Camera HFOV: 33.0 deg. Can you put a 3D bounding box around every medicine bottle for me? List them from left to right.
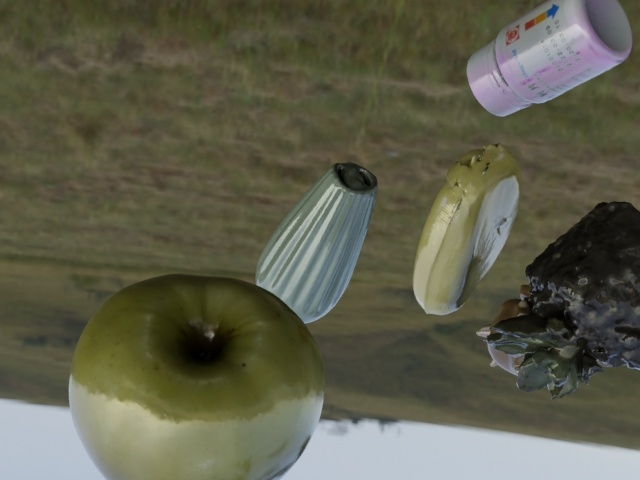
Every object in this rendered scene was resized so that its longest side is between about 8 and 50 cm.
[{"bbox_3d":[0.379,-0.314,1.812,0.152,0.152,0.254,5,158,-39],"label":"medicine bottle"}]

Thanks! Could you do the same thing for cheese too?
[{"bbox_3d":[0.264,-0.036,1.901,0.128,0.316,0.259,22,-137,19],"label":"cheese"}]

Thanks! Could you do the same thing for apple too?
[{"bbox_3d":[-0.127,0.163,1.121,0.262,0.262,0.262,7,-178,0],"label":"apple"}]

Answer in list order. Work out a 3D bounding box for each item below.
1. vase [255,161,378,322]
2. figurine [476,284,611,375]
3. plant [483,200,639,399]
[{"bbox_3d":[0.000,0.000,1.470,0.128,0.248,0.128,17,-140,-15],"label":"vase"},{"bbox_3d":[0.426,0.198,2.066,0.247,0.173,0.177,28,153,28],"label":"figurine"},{"bbox_3d":[0.414,0.109,1.666,0.215,0.312,0.213,46,170,-11],"label":"plant"}]
